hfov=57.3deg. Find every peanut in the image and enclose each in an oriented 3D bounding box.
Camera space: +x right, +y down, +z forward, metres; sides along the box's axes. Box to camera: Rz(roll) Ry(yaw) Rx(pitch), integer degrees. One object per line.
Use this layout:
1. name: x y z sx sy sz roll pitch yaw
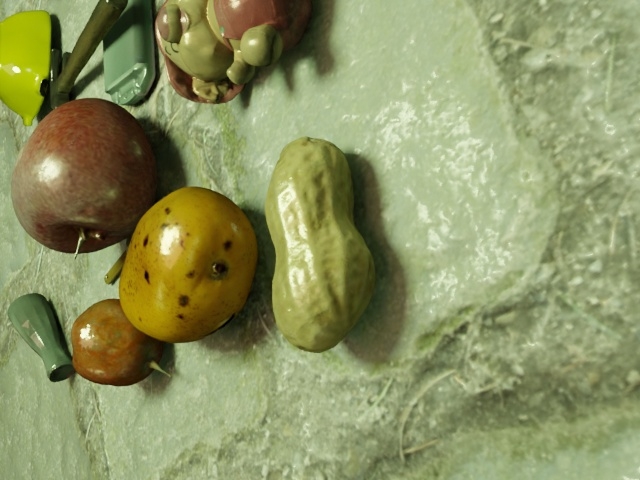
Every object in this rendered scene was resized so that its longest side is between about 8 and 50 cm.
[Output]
1. peanut: 0.000 0.000 0.681 0.124 0.124 0.256 -14 74 43

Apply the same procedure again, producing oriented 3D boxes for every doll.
1. doll: -0.135 -0.296 0.797 0.256 0.152 0.196 -1 75 48

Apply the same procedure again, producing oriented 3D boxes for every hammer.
1. hammer: -0.462 -0.361 1.142 0.440 0.044 0.168 -17 77 52

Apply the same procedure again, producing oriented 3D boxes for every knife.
1. knife: -0.345 0.002 1.074 0.256 0.022 0.046 -42 54 34

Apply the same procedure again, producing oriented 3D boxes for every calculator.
1. calculator: -0.358 -0.372 1.086 0.141 0.045 0.246 -15 78 43

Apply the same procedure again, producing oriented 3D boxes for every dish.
1. dish: -0.711 -0.414 1.364 0.221 0.108 0.262 -36 57 44

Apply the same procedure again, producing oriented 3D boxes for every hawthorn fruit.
1. hawthorn fruit: -0.327 0.183 0.990 0.189 0.149 0.149 29 114 -1

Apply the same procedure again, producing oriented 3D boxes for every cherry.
1. cherry: -0.390 -0.113 0.989 0.261 0.221 0.307 -29 47 42

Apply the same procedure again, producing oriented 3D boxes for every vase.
1. vase: -0.603 0.213 1.278 0.214 0.086 0.086 45 118 31

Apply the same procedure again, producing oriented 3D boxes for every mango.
1. mango: -0.198 0.051 0.841 0.290 0.160 0.191 -35 73 42
